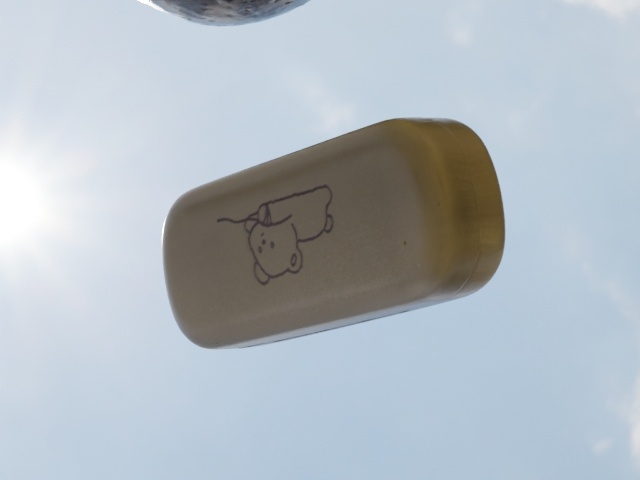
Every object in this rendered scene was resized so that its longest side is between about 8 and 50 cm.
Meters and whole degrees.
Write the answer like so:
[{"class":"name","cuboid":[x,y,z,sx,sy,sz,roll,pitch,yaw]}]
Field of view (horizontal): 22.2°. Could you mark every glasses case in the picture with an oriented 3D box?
[{"class":"glasses case","cuboid":[0.000,0.000,0.745,0.050,0.196,0.083,-1,-102,-42]}]

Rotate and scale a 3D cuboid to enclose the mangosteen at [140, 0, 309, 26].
[{"class":"mangosteen","cuboid":[-0.069,-0.309,1.195,0.293,0.297,0.297,-39,-113,4]}]
